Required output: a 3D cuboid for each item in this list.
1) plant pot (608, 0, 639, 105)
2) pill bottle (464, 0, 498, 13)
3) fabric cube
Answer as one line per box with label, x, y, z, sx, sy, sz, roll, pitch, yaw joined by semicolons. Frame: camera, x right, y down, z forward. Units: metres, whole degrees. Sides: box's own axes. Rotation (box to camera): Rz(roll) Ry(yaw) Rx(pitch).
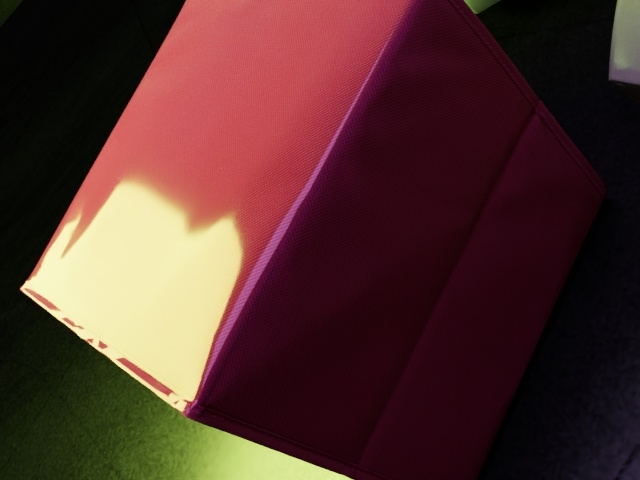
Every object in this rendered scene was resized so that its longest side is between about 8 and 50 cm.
plant pot;0.258;-0.132;0.497;0.109;0.109;0.096;31;99;50
pill bottle;0.216;-0.320;0.629;0.265;0.153;0.153;-30;45;27
fabric cube;0.000;0.000;0.529;0.254;0.259;0.258;17;77;48
